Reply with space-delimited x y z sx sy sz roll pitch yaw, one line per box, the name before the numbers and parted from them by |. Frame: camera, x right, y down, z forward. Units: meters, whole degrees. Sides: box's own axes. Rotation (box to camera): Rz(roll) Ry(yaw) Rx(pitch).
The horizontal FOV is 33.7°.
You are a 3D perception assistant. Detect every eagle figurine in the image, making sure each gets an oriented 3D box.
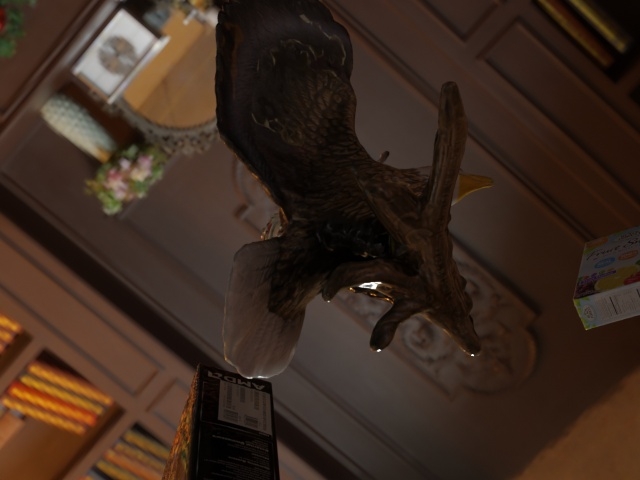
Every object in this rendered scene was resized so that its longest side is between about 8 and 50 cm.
eagle figurine | 0.013 -0.035 0.755 0.226 0.225 0.298 -61 -144 12

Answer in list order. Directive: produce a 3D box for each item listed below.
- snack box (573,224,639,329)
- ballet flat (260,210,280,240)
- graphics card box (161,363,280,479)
snack box | 0.304 0.028 1.024 0.100 0.037 0.141 -18 -165 26
ballet flat | 0.000 0.000 1.127 0.241 0.077 0.091 10 -94 47
graphics card box | -0.113 0.296 0.998 0.371 0.094 0.232 -110 -143 -73
